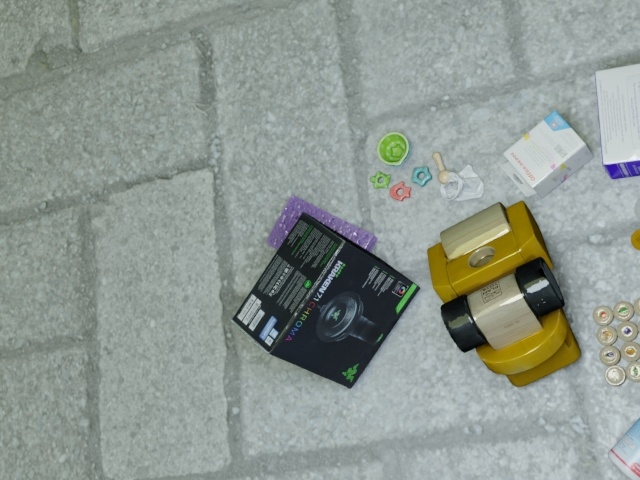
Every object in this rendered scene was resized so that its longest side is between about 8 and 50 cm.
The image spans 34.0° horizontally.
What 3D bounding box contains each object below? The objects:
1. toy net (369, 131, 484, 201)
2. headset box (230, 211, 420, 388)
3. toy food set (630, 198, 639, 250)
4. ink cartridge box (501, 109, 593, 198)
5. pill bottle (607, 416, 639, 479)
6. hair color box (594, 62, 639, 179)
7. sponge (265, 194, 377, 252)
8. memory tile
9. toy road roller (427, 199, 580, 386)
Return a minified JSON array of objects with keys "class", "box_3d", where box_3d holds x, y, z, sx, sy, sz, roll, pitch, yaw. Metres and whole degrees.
[{"class":"toy net","box_3d":[0.207,-0.124,2.059,0.232,0.045,0.122,25,88,26]},{"class":"headset box","box_3d":[0.019,0.121,1.963,0.131,0.283,0.246,36,93,42]},{"class":"toy food set","box_3d":[0.656,-0.062,1.831,0.232,0.105,0.111,-36,69,39]},{"class":"ink cartridge box","box_3d":[0.417,-0.153,1.947,0.143,0.090,0.092,-40,65,12]},{"class":"pill bottle","box_3d":[0.570,0.334,1.769,0.087,0.087,0.160,43,97,26]},{"class":"hair color box","box_3d":[0.669,-0.228,1.846,0.339,0.110,0.185,-7,74,24]},{"class":"sponge","box_3d":[0.000,0.000,2.129,0.210,0.031,0.117,27,90,27]},{"class":"memory tile","box_3d":[0.548,0.179,1.856,0.113,0.012,0.148,-14,73,21]},{"class":"toy road roller","box_3d":[0.341,0.111,1.890,0.203,0.240,0.329,-28,31,16]}]
